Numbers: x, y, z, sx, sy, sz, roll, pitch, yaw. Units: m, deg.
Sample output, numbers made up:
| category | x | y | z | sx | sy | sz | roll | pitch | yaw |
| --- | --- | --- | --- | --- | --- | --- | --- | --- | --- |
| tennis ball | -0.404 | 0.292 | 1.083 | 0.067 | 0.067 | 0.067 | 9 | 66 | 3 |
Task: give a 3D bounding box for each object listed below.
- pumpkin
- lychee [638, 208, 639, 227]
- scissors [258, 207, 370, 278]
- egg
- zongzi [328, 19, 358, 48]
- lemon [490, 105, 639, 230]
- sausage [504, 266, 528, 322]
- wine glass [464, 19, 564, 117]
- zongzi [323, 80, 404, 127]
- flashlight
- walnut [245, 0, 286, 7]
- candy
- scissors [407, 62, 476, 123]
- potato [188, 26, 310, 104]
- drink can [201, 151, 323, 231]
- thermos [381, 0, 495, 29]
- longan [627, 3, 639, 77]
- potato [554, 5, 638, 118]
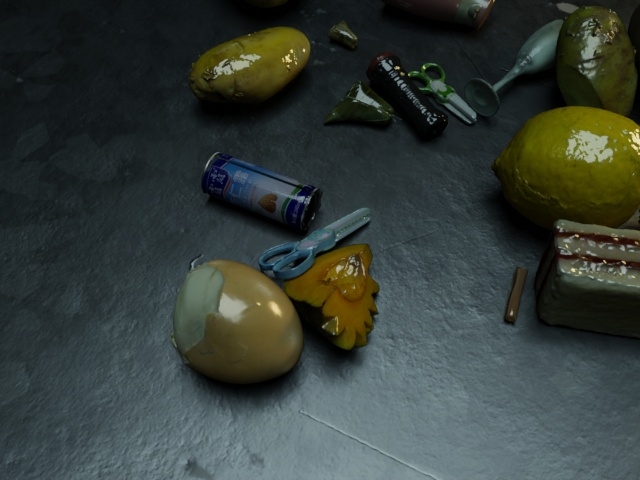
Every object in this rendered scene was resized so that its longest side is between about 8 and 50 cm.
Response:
| category | x | y | z | sx | sy | sz | roll | pitch | yaw |
| --- | --- | --- | --- | --- | --- | --- | --- | --- | --- |
| pumpkin | 0.014 | 0.120 | 1.220 | 0.149 | 0.130 | 0.254 | -12 | 22 | 27 |
| lychee | 0.706 | -0.035 | 1.265 | 0.188 | 0.188 | 0.188 | 0 | 58 | 0 |
| scissors | 0.000 | 0.000 | 1.312 | 0.256 | 0.030 | 0.125 | -30 | 28 | -26 |
| egg | -0.144 | 0.146 | 1.142 | 0.244 | 0.201 | 0.201 | 27 | 61 | 1 |
| zongzi | 0.070 | -0.520 | 1.656 | 0.076 | 0.040 | 0.083 | 31 | 45 | 11 |
| lemon | 0.490 | -0.138 | 1.282 | 0.310 | 0.253 | 0.253 | 11 | 58 | 23 |
| sausage | 0.375 | 0.105 | 1.264 | 0.026 | 0.026 | 0.116 | 17 | 60 | 11 |
| wine glass | 0.526 | -0.342 | 1.540 | 0.309 | 0.096 | 0.264 | -38 | 88 | -22 |
| zongzi | 0.102 | -0.269 | 1.498 | 0.154 | 0.062 | 0.130 | 42 | 87 | 6 |
| flashlight | 0.198 | -0.327 | 1.506 | 0.093 | 0.093 | 0.232 | -27 | 67 | -16 |
| walnut | -0.158 | -0.720 | 1.666 | 0.283 | 0.283 | 0.227 | 36 | 106 | 21 |
| candy | 0.558 | 0.080 | 1.188 | 0.320 | 0.179 | 0.135 | 10 | 58 | 5 |
| scissors | 0.288 | -0.339 | 1.541 | 0.101 | 0.027 | 0.204 | -31 | 61 | -16 |
| potato | -0.160 | -0.398 | 1.515 | 0.300 | 0.140 | 0.173 | -28 | 55 | -22 |
| drink can | -0.120 | -0.101 | 1.355 | 0.235 | 0.097 | 0.097 | 21 | 60 | 12 |
| thermos | 0.305 | -0.627 | 1.666 | 0.265 | 0.146 | 0.176 | 25 | 36 | 6 |
| longan | 0.891 | -0.455 | 1.427 | 0.404 | 0.336 | 0.404 | -13 | 55 | 19 |
| potato | 0.609 | -0.372 | 1.454 | 0.176 | 0.141 | 0.298 | -9 | 84 | -6 |
